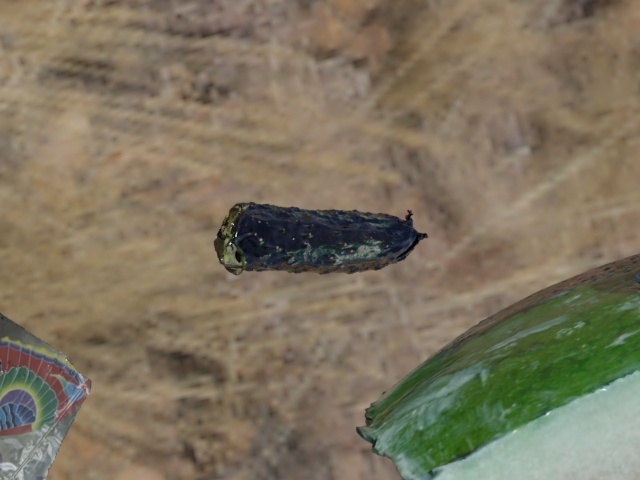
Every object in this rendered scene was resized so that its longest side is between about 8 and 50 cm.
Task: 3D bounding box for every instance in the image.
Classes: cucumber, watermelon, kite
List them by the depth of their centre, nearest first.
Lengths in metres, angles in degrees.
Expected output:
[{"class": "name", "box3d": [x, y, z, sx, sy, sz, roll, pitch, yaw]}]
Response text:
[{"class": "watermelon", "box3d": [0.188, 0.105, 1.040, 0.302, 0.151, 0.264, 30, 10, -1]}, {"class": "kite", "box3d": [-0.251, 0.057, 1.134, 0.285, 0.152, 0.015, 45, 9, 27]}, {"class": "cucumber", "box3d": [0.000, 0.000, 1.335, 0.181, 0.053, 0.053, 1, 76, -37]}]
